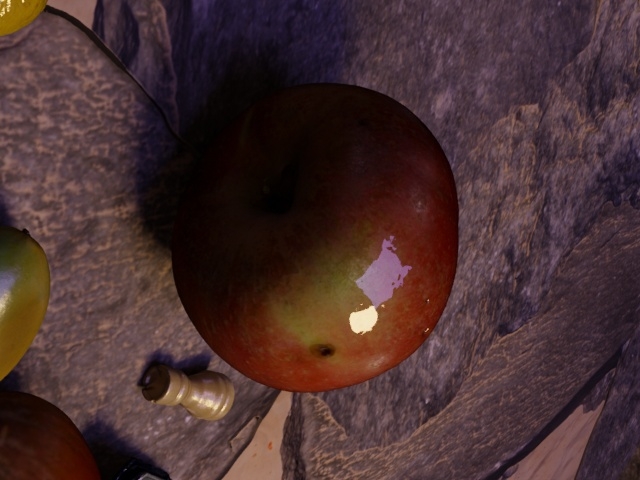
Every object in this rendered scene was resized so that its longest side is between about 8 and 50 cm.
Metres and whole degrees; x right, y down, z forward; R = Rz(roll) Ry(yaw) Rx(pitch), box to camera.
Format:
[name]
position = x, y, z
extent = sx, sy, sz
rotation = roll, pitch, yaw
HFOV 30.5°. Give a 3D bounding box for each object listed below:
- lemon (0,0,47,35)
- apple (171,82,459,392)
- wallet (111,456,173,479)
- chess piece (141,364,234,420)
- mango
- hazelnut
[lemon]
position = -0.283, -0.222, 0.974
extent = 0.133, 0.109, 0.109
rotation = -20, 130, -34
[apple]
position = 0.000, 0.000, 1.326
extent = 0.349, 0.348, 0.277
rotation = -57, 137, -6
[wallet]
position = -0.256, 0.358, 1.477
extent = 0.167, 0.036, 0.222
rotation = -53, 165, -11
[chess piece]
position = -0.172, 0.193, 1.495
extent = 0.122, 0.066, 0.066
rotation = 21, 98, -52
[mango]
position = -0.332, 0.071, 1.166
extent = 0.122, 0.085, 0.191
rotation = -27, 145, -55
[hazelnut]
position = -0.337, 0.263, 1.216
extent = 0.212, 0.181, 0.181
rotation = -35, 160, -19
